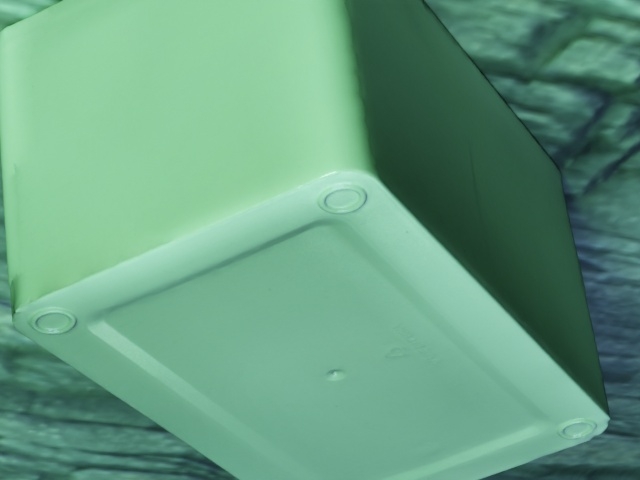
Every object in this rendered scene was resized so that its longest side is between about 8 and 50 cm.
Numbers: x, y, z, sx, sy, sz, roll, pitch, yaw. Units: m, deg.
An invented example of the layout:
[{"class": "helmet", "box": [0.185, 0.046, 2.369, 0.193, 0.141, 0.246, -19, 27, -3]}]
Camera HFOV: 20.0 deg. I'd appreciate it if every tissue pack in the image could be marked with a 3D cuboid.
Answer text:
[{"class": "tissue pack", "box": [-0.001, 0.001, 0.750, 0.159, 0.136, 0.246, -22, 143, 19]}]
